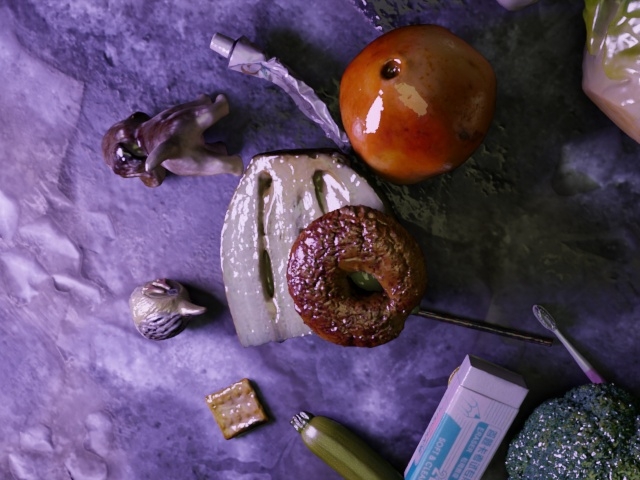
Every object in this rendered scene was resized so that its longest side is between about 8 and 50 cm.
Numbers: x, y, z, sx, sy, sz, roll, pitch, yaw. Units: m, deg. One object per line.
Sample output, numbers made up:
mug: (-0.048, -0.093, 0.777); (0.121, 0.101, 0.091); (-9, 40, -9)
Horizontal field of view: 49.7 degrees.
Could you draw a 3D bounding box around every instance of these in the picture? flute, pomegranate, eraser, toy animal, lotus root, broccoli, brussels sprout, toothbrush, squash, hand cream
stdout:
flute: (0.212, 0.123, 1.035); (0.270, 0.014, 0.014); (13, 100, 7)
pomegranate: (0.122, -0.180, 0.914); (0.209, 0.209, 0.209); (1, 98, 8)
eraser: (0.212, 0.286, 1.017); (0.096, 0.052, 0.225); (23, 105, -1)
toy animal: (-0.230, 0.115, 1.057); (0.137, 0.098, 0.098); (18, 101, 24)
lotus root: (-0.015, -0.009, 0.984); (0.267, 0.149, 0.260); (-14, 99, 16)
broccoli: (0.382, 0.330, 0.946); (0.269, 0.261, 0.241); (-50, 117, -14)
brussels sprout: (0.442, -0.262, 0.823); (0.227, 0.259, 0.294); (23, 111, -28)
toothbrush: (0.407, 0.205, 1.013); (0.020, 0.025, 0.286); (-41, 91, 12)
squash: (0.062, 0.349, 1.064); (0.258, 0.069, 0.069); (41, 102, 0)
toy animal: (-0.209, -0.135, 0.987); (0.169, 0.233, 0.121); (-21, 108, -28)
hand cream: (-0.050, -0.214, 0.992); (0.257, 0.084, 0.050); (38, 80, 0)

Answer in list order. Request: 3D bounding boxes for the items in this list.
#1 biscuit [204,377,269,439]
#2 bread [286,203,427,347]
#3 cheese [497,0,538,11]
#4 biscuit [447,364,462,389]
biscuit: (-0.134, 0.270, 1.106); (0.083, 0.018, 0.081); (-27, 93, 11)
bread: (0.042, 0.048, 0.875); (0.193, 0.064, 0.193); (3, 106, 12)
cheese: (0.276, -0.416, 0.872); (0.154, 0.189, 0.198); (-27, 95, -21)
biscuit: (0.234, 0.224, 1.042); (0.084, 0.023, 0.084); (1, 99, 7)
